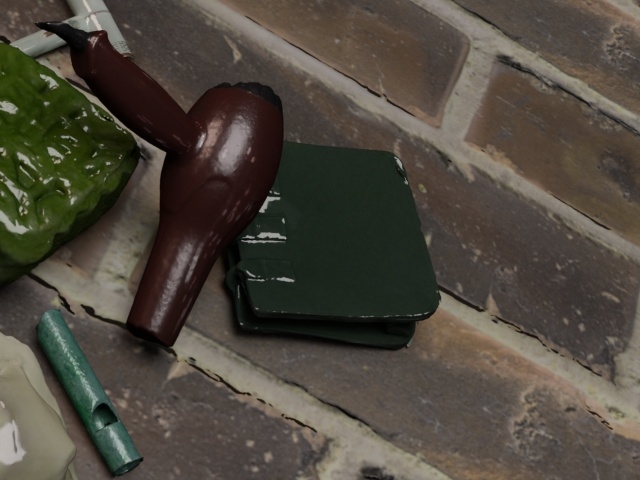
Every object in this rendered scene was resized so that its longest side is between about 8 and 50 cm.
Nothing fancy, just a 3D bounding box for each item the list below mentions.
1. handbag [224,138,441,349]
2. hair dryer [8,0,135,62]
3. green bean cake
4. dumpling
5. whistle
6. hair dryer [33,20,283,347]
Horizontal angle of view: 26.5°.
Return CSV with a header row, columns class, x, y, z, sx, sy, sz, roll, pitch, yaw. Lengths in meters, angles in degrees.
class,x,y,z,sx,sy,sz,roll,pitch,yaw
handbag,0.000,0.001,1.629,0.260,0.079,0.248,5,56,-26
hair dryer,-0.337,-0.258,1.645,0.183,0.044,0.155,-17,66,-33
green bean cake,-0.342,-0.078,1.460,0.222,0.125,0.248,38,49,-1
dumpling,-0.291,0.210,1.309,0.166,0.126,0.216,15,33,-54
whistle,-0.244,0.157,1.412,0.039,0.039,0.186,-20,70,-37
hair dryer,-0.196,-0.091,1.429,0.340,0.123,0.313,41,66,-39
